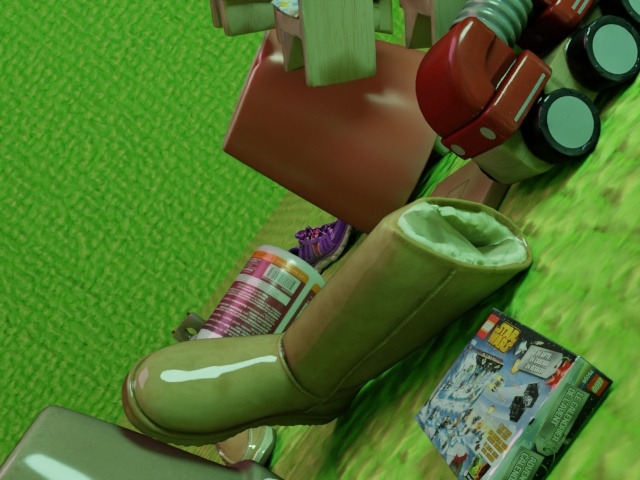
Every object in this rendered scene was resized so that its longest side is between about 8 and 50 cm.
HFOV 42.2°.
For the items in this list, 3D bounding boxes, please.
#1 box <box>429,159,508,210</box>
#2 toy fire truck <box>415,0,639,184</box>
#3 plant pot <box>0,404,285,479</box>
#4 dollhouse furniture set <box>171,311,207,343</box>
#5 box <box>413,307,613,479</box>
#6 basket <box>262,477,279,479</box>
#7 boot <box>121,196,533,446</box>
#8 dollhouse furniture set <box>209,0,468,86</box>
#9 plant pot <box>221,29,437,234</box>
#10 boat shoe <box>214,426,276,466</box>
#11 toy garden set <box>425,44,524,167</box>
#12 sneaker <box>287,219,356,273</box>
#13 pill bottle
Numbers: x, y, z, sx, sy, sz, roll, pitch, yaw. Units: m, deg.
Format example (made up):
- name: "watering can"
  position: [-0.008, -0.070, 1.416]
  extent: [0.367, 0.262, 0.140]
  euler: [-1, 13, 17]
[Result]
- name: "box"
  position: [0.124, -0.007, 0.834]
  extent: [0.201, 0.021, 0.164]
  euler: [-57, 10, -27]
- name: "toy fire truck"
  position: [0.150, -0.200, 0.695]
  extent: [0.217, 0.246, 0.158]
  euler: [-56, 8, -14]
- name: "plant pot"
  position: [-0.175, 0.261, 0.683]
  extent: [0.263, 0.229, 0.263]
  euler: [-52, 10, 13]
- name: "dollhouse furniture set"
  position: [-0.162, 0.164, 1.311]
  extent: [0.183, 0.129, 0.129]
  euler: [-48, 10, 30]
- name: "box"
  position: [0.107, 0.096, 0.492]
  extent: [0.094, 0.027, 0.137]
  euler: [-55, 9, 1]
- name: "basket"
  position: [-0.002, 0.200, 0.411]
  extent: [0.113, 0.103, 0.167]
  euler: [-56, 8, -16]
- name: "boot"
  position: [-0.004, 0.063, 0.657]
  extent: [0.269, 0.236, 0.089]
  euler: [-48, 53, 42]
- name: "dollhouse furniture set"
  position: [0.087, -0.358, 0.893]
  extent: [0.394, 0.256, 0.362]
  euler: [-13, 26, -16]
- name: "plant pot"
  position: [0.010, -0.169, 1.137]
  extent: [0.275, 0.243, 0.275]
  euler: [-160, 90, -80]
- name: "boat shoe"
  position: [-0.102, 0.223, 0.950]
  extent: [0.068, 0.072, 0.190]
  euler: [-55, 9, -10]
- name: "toy garden set"
  position: [0.188, -0.195, 1.133]
  extent: [0.244, 0.049, 0.204]
  euler: [-48, 10, 32]
- name: "sneaker"
  position: [0.000, 0.000, 1.292]
  extent: [0.170, 0.071, 0.068]
  euler: [-45, 12, 42]
- name: "pill bottle"
  position: [-0.092, 0.125, 1.126]
  extent: [0.221, 0.121, 0.121]
  euler: [-56, 9, -18]
